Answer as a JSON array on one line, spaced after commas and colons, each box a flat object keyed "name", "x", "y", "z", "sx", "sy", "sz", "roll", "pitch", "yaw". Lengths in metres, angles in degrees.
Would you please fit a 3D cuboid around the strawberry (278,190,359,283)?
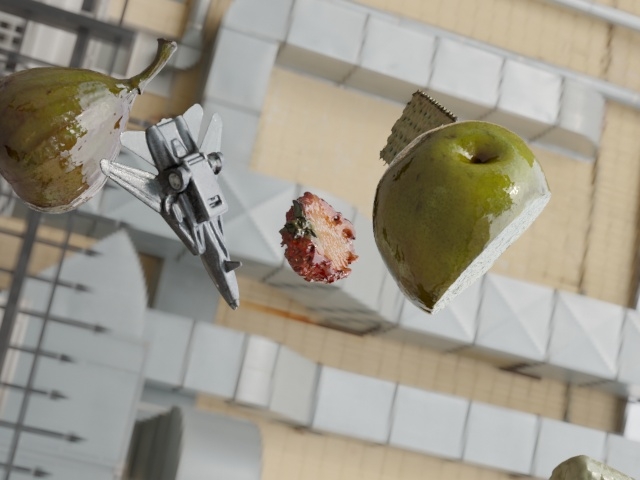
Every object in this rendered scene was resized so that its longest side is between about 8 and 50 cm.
[{"name": "strawberry", "x": -0.003, "y": 0.002, "z": 1.232, "sx": 0.152, "sy": 0.048, "sz": 0.104, "roll": 23, "pitch": 47, "yaw": -65}]

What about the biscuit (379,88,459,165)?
[{"name": "biscuit", "x": 0.159, "y": -0.175, "z": 1.926, "sx": 0.144, "sy": 0.016, "sz": 0.203, "roll": -54, "pitch": -156, "yaw": 7}]

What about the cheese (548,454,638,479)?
[{"name": "cheese", "x": 0.328, "y": 0.279, "z": 1.196, "sx": 0.065, "sy": 0.194, "sz": 0.043, "roll": -49, "pitch": -158, "yaw": 48}]

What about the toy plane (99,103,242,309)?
[{"name": "toy plane", "x": -0.154, "y": -0.035, "z": 1.480, "sx": 0.088, "sy": 0.212, "sz": 0.267, "roll": -23, "pitch": -86, "yaw": 47}]

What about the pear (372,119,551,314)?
[{"name": "pear", "x": 0.088, "y": -0.025, "z": 0.806, "sx": 0.141, "sy": 0.104, "sz": 0.141, "roll": -43, "pitch": 164, "yaw": -16}]

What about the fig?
[{"name": "fig", "x": -0.340, "y": -0.192, "z": 1.681, "sx": 0.321, "sy": 0.217, "sz": 0.217, "roll": -33, "pitch": -160, "yaw": 1}]
